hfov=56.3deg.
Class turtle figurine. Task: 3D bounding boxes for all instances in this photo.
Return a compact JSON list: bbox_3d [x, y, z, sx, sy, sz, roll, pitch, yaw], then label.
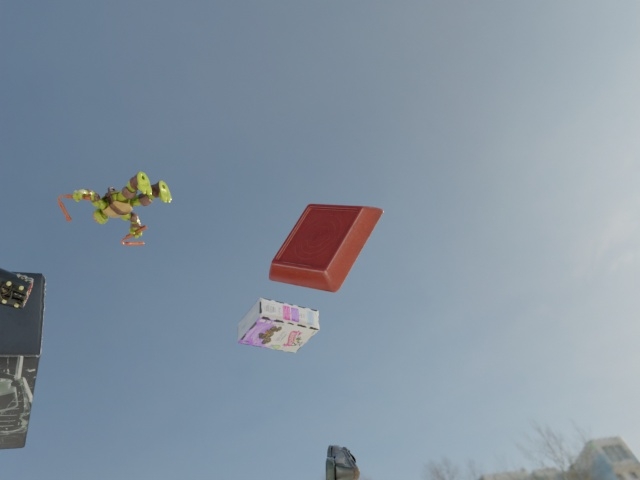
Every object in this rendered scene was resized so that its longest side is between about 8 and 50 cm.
[{"bbox_3d":[-0.475,-0.085,1.462,0.217,0.087,0.269,-23,-37,21],"label":"turtle figurine"}]

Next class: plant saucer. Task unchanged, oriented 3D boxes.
[{"bbox_3d":[0.000,0.000,1.528,0.048,0.258,0.259,48,-118,-36],"label":"plant saucer"}]

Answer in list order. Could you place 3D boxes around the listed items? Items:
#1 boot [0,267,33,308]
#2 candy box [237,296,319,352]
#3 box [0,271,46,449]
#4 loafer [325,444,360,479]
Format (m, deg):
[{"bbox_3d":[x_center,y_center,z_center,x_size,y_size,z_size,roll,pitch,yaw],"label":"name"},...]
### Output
[{"bbox_3d":[-0.673,0.085,1.177,0.178,0.236,0.085,20,-92,-19],"label":"boot"},{"bbox_3d":[-0.126,0.257,1.786,0.196,0.070,0.165,15,-42,-25],"label":"candy box"},{"bbox_3d":[-1.019,0.327,1.593,0.479,0.298,0.472,5,-49,-27],"label":"box"},{"bbox_3d":[0.057,0.580,1.522,0.084,0.096,0.267,-2,-10,2],"label":"loafer"}]
